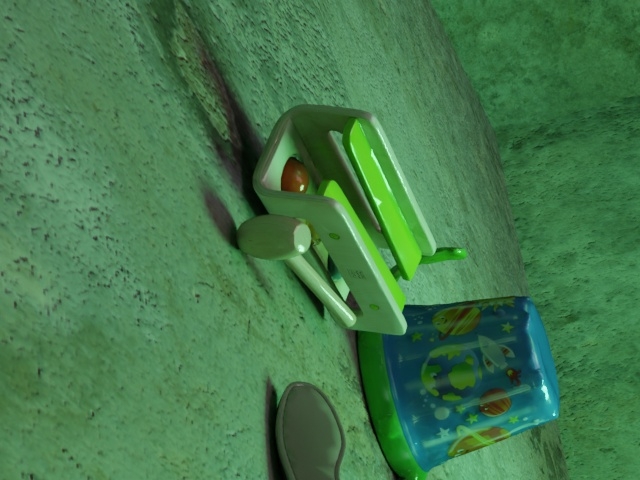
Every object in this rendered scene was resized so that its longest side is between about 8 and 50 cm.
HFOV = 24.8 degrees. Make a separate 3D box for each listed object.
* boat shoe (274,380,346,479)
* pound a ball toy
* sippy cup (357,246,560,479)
[{"bbox_3d":[-0.014,0.236,1.419,0.065,0.075,0.206,124,-37,-46],"label":"boat shoe"},{"bbox_3d":[0.000,0.000,1.604,0.208,0.135,0.319,-68,149,-26],"label":"pound a ball toy"},{"bbox_3d":[0.189,0.175,1.908,0.240,0.224,0.305,-73,145,-67],"label":"sippy cup"}]
